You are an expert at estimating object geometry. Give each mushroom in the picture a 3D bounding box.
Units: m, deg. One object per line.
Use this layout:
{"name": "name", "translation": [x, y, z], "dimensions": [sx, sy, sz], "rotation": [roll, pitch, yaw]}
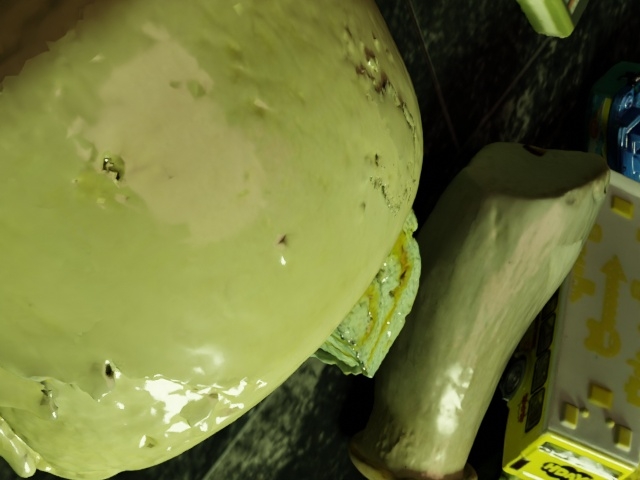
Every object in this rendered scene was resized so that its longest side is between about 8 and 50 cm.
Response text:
{"name": "mushroom", "translation": [0.091, 0.043, 1.027], "dimensions": [0.108, 0.096, 0.247], "rotation": [23, 92, -55]}

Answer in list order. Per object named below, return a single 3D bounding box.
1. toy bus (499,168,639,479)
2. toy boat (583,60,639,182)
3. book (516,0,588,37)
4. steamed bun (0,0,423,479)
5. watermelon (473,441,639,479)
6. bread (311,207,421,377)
{"name": "toy bus", "translation": [0.171, 0.058, 1.083], "dimensions": [0.074, 0.081, 0.226], "rotation": [-52, -162, 52]}
{"name": "toy boat", "translation": [0.252, -0.039, 1.188], "dimensions": [0.091, 0.110, 0.175], "rotation": [-41, 136, -35]}
{"name": "book", "translation": [0.130, -0.311, 0.968], "dimensions": [0.239, 0.035, 0.352], "rotation": [-63, 143, -14]}
{"name": "steamed bun", "translation": [-0.061, -0.041, 0.676], "dimensions": [0.273, 0.166, 0.232], "rotation": [-45, 112, -27]}
{"name": "watermelon", "translation": [0.168, 0.289, 1.150], "dimensions": [0.331, 0.189, 0.330], "rotation": [12, 67, -31]}
{"name": "bread", "translation": [-0.001, -0.004, 0.875], "dimensions": [0.110, 0.103, 0.156], "rotation": [-57, 149, -10]}
